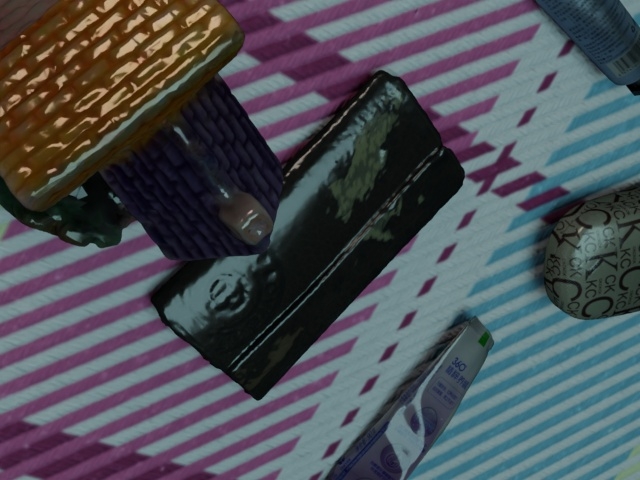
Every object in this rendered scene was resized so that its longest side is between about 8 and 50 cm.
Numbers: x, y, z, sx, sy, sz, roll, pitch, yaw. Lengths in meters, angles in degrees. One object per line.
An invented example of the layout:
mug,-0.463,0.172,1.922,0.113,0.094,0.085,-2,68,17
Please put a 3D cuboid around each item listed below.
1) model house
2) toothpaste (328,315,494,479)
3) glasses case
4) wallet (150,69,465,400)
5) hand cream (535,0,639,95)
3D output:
model house,-0.156,-0.079,0.827,0.202,0.237,0.237,-37,125,-12
toothpaste,0.090,0.214,1.216,0.075,0.048,0.301,42,86,-25
glasses case,0.410,0.000,1.270,0.355,0.085,0.137,-12,118,-24
wallet,0.000,0.000,1.068,0.321,0.044,0.170,-45,124,-4
hand cream,0.267,-0.238,1.103,0.088,0.055,0.256,-47,124,7
